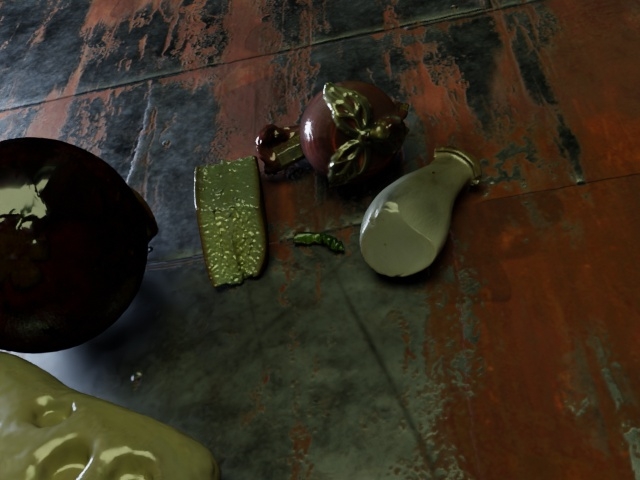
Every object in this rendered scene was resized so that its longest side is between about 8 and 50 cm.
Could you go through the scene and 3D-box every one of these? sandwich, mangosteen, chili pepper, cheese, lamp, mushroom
[{"bbox_3d":[-0.129,-0.054,1.149,0.094,0.096,0.258,-10,47,0],"label":"sandwich"},{"bbox_3d":[-0.374,0.002,1.044,0.311,0.311,0.311,-9,45,9],"label":"mangosteen"},{"bbox_3d":[0.000,0.000,1.105,0.083,0.022,0.027,11,18,27],"label":"chili pepper"},{"bbox_3d":[-0.278,0.244,0.876,0.328,0.129,0.351,-17,46,4],"label":"cheese"},{"bbox_3d":[0.024,-0.150,1.168,0.215,0.151,0.223,-24,1,-14],"label":"lamp"},{"bbox_3d":[0.135,-0.046,1.065,0.116,0.093,0.225,22,46,16],"label":"mushroom"}]
